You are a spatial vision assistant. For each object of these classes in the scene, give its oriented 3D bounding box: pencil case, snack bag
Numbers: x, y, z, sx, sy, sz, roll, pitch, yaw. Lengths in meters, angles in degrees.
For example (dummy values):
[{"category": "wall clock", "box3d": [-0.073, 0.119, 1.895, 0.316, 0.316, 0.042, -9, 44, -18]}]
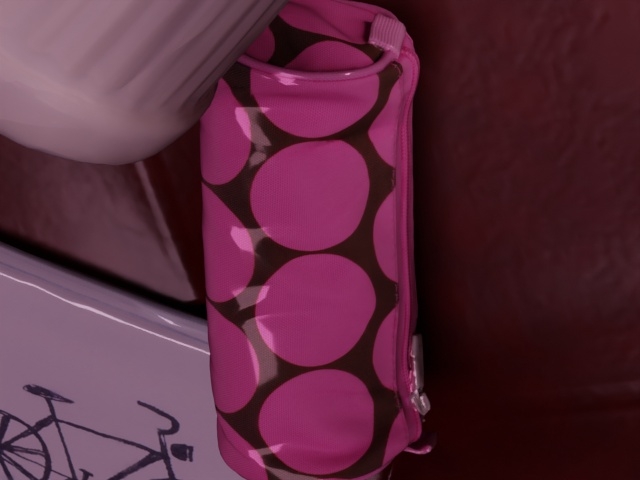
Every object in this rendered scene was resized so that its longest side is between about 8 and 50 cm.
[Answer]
[{"category": "pencil case", "box3d": [0.000, 0.000, 0.793, 0.098, 0.095, 0.209, 6, 118, 18]}, {"category": "snack bag", "box3d": [-0.177, 0.138, 0.971, 0.323, 0.037, 0.343, 21, 123, 9]}]

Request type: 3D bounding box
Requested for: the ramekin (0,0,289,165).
[{"category": "ramekin", "box3d": [-0.098, -0.170, 0.639, 0.127, 0.273, 0.273, -38, 100, 20]}]
